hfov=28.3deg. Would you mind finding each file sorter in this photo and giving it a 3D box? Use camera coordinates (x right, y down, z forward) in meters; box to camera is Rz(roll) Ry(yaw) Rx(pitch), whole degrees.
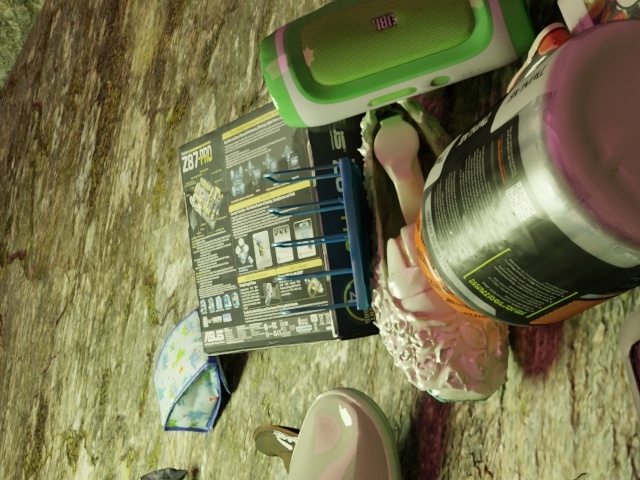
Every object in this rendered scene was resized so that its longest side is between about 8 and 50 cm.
[{"bbox_3d":[0.000,0.000,1.473,0.118,0.104,0.170,12,-109,-82],"label":"file sorter"}]

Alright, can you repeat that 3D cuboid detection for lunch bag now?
[{"bbox_3d":[-0.194,0.200,1.951,0.129,0.096,0.151,-113,35,-48],"label":"lunch bag"}]

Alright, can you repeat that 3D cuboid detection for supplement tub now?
[{"bbox_3d":[0.220,-0.041,1.144,0.338,0.207,0.207,138,138,-66],"label":"supplement tub"}]

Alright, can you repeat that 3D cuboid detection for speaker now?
[{"bbox_3d":[0.087,-0.224,1.437,0.296,0.131,0.131,-17,55,14],"label":"speaker"}]

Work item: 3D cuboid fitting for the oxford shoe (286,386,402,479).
[{"bbox_3d":[-0.017,0.392,1.473,0.169,0.130,0.449,19,97,41],"label":"oxford shoe"}]

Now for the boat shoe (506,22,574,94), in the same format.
[{"bbox_3d":[0.235,-0.169,1.338,0.043,0.049,0.137,61,153,26],"label":"boat shoe"}]

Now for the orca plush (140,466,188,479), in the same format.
[{"bbox_3d":[-0.254,0.497,1.933,0.102,0.151,0.287,88,173,-58],"label":"orca plush"}]

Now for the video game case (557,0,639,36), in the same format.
[{"bbox_3d":[0.338,-0.240,1.225,0.232,0.042,0.210,-51,38,39],"label":"video game case"}]

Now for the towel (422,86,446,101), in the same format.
[{"bbox_3d":[0.132,-0.370,1.599,0.312,0.056,0.324,-121,44,-56],"label":"towel"}]

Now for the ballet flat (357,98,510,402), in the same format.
[{"bbox_3d":[0.106,-0.011,1.417,0.147,0.147,0.409,-52,36,38],"label":"ballet flat"}]

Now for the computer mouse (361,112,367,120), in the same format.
[{"bbox_3d":[0.028,-0.160,1.725,0.188,0.072,0.272,-63,31,23],"label":"computer mouse"}]

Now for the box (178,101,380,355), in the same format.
[{"bbox_3d":[-0.062,-0.013,1.720,0.395,0.097,0.318,-16,83,60],"label":"box"}]

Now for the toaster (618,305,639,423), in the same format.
[{"bbox_3d":[0.341,0.098,1.004,0.168,0.110,0.185,-45,41,43],"label":"toaster"}]

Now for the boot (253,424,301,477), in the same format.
[{"bbox_3d":[-0.029,0.293,1.626,0.219,0.082,0.106,-13,64,57],"label":"boot"}]
